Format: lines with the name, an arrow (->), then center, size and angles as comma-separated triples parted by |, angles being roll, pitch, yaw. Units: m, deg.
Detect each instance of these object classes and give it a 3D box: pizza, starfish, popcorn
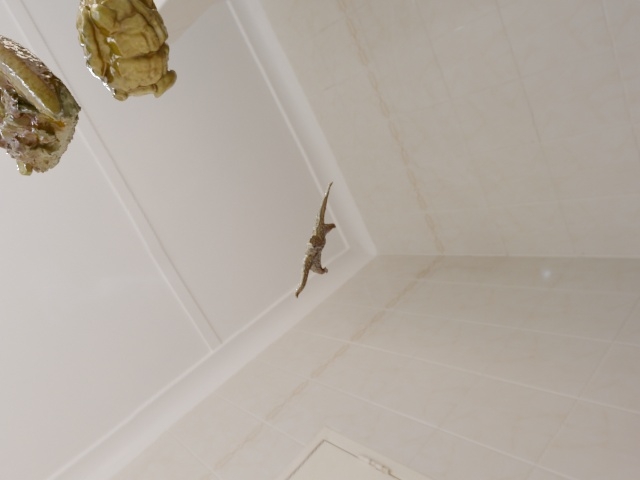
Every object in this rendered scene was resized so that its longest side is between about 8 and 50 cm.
pizza -> -0.521, -0.259, 0.796 | 0.087, 0.258, 0.268 | -39, -83, -42
starfish -> -0.005, -0.001, 1.228 | 0.231, 0.048, 0.295 | 8, -85, -77
popcorn -> -0.327, -0.317, 0.803 | 0.140, 0.194, 0.163 | -27, -98, -31
